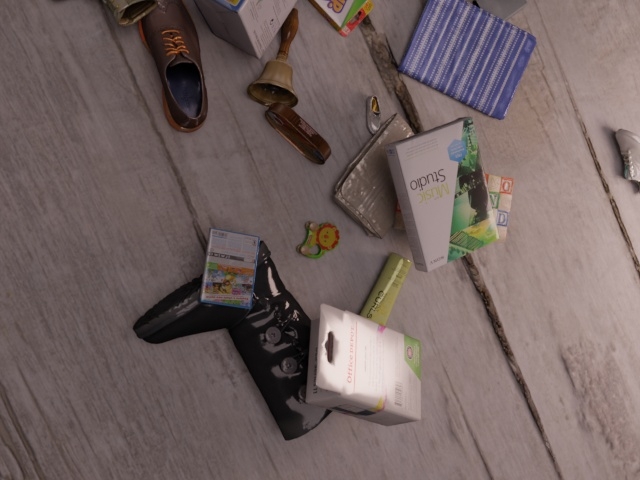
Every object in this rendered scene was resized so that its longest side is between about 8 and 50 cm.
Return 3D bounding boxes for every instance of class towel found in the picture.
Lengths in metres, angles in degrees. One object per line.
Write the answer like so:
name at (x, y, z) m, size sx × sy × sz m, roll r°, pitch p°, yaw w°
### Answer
towel at (0.167, -0.160, 1.884) m, size 0.187 × 0.049 × 0.282 m, roll 44°, pitch 77°, yaw -22°
towel at (0.393, -0.491, 1.960) m, size 0.335 × 0.040 × 0.243 m, roll 22°, pitch 93°, yaw -16°

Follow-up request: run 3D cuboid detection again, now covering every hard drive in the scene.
hard drive at (0.486, -0.641, 2.002) m, size 0.135 × 0.022 × 0.094 m, roll -37°, pitch 101°, yaw -14°

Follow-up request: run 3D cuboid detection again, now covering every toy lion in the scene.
toy lion at (0.000, 0.000, 1.849) m, size 0.096 × 0.034 × 0.100 m, roll 23°, pitch 84°, yaw -24°

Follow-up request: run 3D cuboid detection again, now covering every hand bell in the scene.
hand bell at (-0.089, -0.455, 1.788) m, size 0.126 × 0.126 × 0.242 m, roll 17°, pitch 74°, yaw -17°

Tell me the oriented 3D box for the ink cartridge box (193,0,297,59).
ink cartridge box at (-0.111, -0.642, 1.649) m, size 0.151 × 0.270 × 0.396 m, roll 33°, pitch 86°, yaw 8°

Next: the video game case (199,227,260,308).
video game case at (-0.202, 0.063, 1.657) m, size 0.119 × 0.015 × 0.166 m, roll 11°, pitch 79°, yaw -26°

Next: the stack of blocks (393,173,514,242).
stack of blocks at (0.344, -0.096, 1.900) m, size 0.297 × 0.087 × 0.171 m, roll 6°, pitch 93°, yaw -27°

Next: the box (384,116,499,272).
box at (0.299, -0.112, 1.793) m, size 0.232 × 0.058 × 0.322 m, roll -23°, pitch 107°, yaw -22°

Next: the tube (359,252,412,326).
tube at (0.159, 0.150, 1.888) m, size 0.070 × 0.062 × 0.240 m, roll 26°, pitch 88°, yaw 18°

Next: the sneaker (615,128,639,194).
sneaker at (0.897, -0.220, 2.117) m, size 0.094 × 0.080 × 0.212 m, roll -41°, pitch 104°, yaw -1°

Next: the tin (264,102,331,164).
tin at (-0.053, -0.258, 1.789) m, size 0.189 × 0.106 × 0.040 m, roll 42°, pitch 71°, yaw -15°

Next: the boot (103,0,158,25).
boot at (-0.481, -0.541, 1.628) m, size 0.213 × 0.077 × 0.165 m, roll -25°, pitch 75°, yaw -11°

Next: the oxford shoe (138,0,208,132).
oxford shoe at (-0.324, -0.434, 1.683) m, size 0.129 × 0.132 × 0.364 m, roll -18°, pitch 96°, yaw -16°

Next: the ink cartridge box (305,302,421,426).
ink cartridge box at (0.082, 0.296, 1.738) m, size 0.353 × 0.119 × 0.207 m, roll 27°, pitch 56°, yaw -38°

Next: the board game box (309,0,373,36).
board game box at (0.014, -0.642, 1.845) m, size 0.259 × 0.039 × 0.124 m, roll 44°, pitch 79°, yaw -16°

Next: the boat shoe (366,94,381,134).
boat shoe at (0.138, -0.320, 1.885) m, size 0.035 × 0.035 × 0.100 m, roll -3°, pitch 91°, yaw -18°

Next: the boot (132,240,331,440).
boot at (-0.171, 0.281, 1.748) m, size 0.367 × 0.146 × 0.445 m, roll -33°, pitch 104°, yaw -13°
